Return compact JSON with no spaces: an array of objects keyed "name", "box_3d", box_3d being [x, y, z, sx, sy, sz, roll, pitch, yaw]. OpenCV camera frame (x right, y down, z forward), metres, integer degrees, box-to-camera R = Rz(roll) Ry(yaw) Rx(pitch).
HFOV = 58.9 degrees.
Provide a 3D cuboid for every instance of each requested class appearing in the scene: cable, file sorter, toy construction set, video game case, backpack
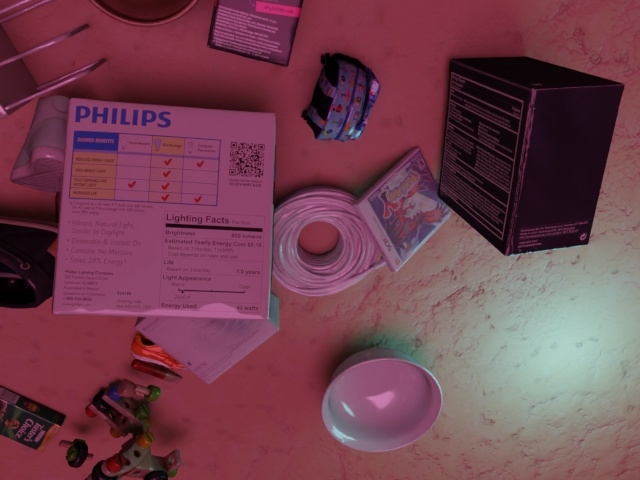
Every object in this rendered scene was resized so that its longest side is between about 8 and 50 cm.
[{"name":"cable","box_3d":[0.000,0.000,1.244,0.257,0.089,0.257,-36,113,13]},{"name":"file sorter","box_3d":[-0.512,-0.381,0.948,0.173,0.193,0.278,-22,117,2]},{"name":"toy construction set","box_3d":[-0.435,0.469,1.401,0.237,0.257,0.309,34,87,-38]},{"name":"video game case","box_3d":[0.179,-0.065,1.205,0.201,0.023,0.183,-43,118,-21]},{"name":"backpack","box_3d":[0.041,-0.259,1.068,0.116,0.173,0.158,16,113,-13]}]

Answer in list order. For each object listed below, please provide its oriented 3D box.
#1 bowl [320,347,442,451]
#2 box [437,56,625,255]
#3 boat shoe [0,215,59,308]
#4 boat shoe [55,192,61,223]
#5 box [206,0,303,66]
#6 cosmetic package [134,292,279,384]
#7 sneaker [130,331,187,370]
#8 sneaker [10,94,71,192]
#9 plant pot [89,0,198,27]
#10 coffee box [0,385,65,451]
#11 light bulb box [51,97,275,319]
[{"name":"bowl","box_3d":[0.143,0.372,1.418,0.297,0.134,0.298,-2,117,-4]},{"name":"box","box_3d":[0.370,-0.172,1.063,0.182,0.296,0.294,-8,118,-12]},{"name":"boat shoe","box_3d":[-0.709,0.043,1.115,0.499,0.156,0.187,4,126,13]},{"name":"boat shoe","box_3d":[-0.506,0.008,1.195,0.095,0.095,0.258,-4,117,-4]},{"name":"box","box_3d":[-0.093,-0.455,0.961,0.143,0.165,0.271,12,115,-11]},{"name":"cosmetic package","box_3d":[-0.248,0.161,1.275,0.224,0.138,0.225,-39,112,14]},{"name":"sneaker","box_3d":[-0.363,0.265,1.358,0.175,0.064,0.068,17,104,-16]},{"name":"sneaker","box_3d":[-0.519,-0.185,1.087,0.094,0.151,0.255,15,161,-36]},{"name":"plant pot","box_3d":[-0.298,-0.490,0.956,0.237,0.110,0.238,-3,117,-5]},{"name":"coffee box","box_3d":[-0.754,0.450,1.425,0.184,0.040,0.113,36,108,-20]},{"name":"light bulb box","box_3d":[-0.262,-0.041,1.041,0.357,0.225,0.361,3,84,-6]}]
